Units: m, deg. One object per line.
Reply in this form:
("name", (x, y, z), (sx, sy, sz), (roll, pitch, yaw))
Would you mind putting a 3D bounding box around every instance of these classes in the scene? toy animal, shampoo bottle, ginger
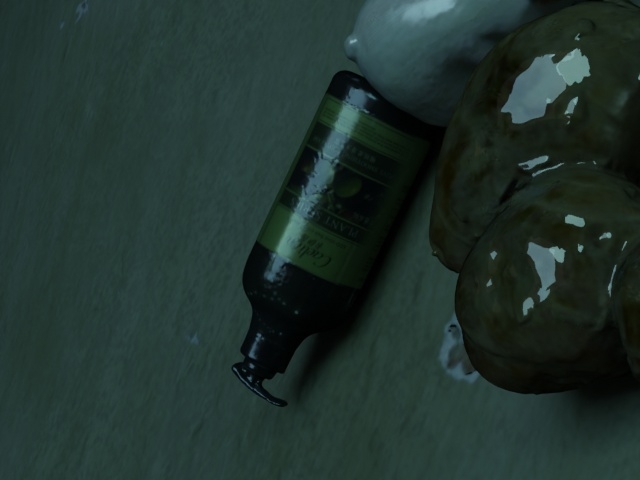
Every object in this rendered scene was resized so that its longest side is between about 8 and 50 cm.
("toy animal", (0.152, -0.189, 1.404), (0.282, 0.138, 0.140), (-26, 57, 40))
("shampoo bottle", (0.000, 0.000, 1.544), (0.284, 0.101, 0.101), (-64, 30, 6))
("ginger", (0.176, -0.007, 1.234), (0.244, 0.155, 0.304), (-38, 48, 30))
